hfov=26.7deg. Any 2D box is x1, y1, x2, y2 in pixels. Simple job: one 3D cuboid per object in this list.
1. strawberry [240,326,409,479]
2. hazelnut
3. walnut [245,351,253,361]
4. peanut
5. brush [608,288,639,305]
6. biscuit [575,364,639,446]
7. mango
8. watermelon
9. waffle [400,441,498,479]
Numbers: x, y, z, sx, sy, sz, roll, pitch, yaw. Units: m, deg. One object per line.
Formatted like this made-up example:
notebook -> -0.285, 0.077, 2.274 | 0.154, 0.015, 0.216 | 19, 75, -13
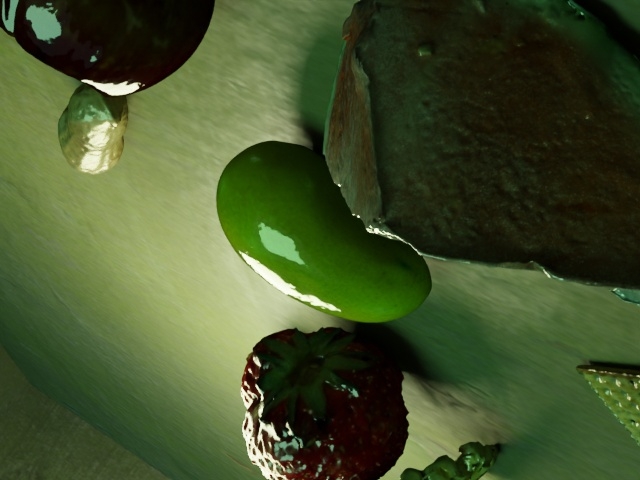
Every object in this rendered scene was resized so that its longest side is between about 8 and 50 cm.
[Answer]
strawberry -> 0.011, 0.258, 1.910 | 0.238, 0.250, 0.288 | -9, 133, 7
hazelnut -> -0.224, -0.271, 1.382 | 0.234, 0.218, 0.218 | 30, 165, -28
walnut -> -0.021, 0.240, 2.119 | 0.211, 0.087, 0.167 | 51, 179, -2
peanut -> -0.313, -0.154, 1.855 | 0.099, 0.099, 0.214 | 42, 160, -3
brush -> 0.247, 0.019, 1.363 | 0.336, 0.020, 0.085 | 15, 147, 48
biscuit -> 0.395, 0.222, 1.513 | 0.231, 0.016, 0.139 | 49, 157, -20
mango -> -0.006, -0.001, 1.574 | 0.273, 0.149, 0.185 | 41, 157, -15
watermelon -> 0.151, -0.108, 1.084 | 0.292, 0.222, 0.319 | 6, -165, 0
waffle -> 0.111, 0.373, 1.900 | 0.297, 0.317, 0.073 | 93, 154, -75
